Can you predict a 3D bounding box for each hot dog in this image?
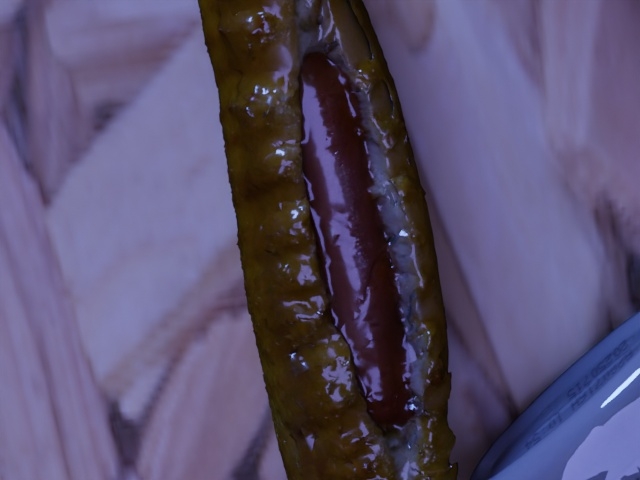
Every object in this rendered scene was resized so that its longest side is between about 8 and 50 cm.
[{"bbox_3d":[-0.001,0.000,0.636,0.068,0.083,0.289,-20,106,-25],"label":"hot dog"}]

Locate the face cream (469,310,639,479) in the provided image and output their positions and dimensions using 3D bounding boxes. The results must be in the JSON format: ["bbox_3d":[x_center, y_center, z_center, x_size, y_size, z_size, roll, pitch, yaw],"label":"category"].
[{"bbox_3d":[0.198,0.158,0.669,0.291,0.071,0.144,44,100,-7],"label":"face cream"}]
